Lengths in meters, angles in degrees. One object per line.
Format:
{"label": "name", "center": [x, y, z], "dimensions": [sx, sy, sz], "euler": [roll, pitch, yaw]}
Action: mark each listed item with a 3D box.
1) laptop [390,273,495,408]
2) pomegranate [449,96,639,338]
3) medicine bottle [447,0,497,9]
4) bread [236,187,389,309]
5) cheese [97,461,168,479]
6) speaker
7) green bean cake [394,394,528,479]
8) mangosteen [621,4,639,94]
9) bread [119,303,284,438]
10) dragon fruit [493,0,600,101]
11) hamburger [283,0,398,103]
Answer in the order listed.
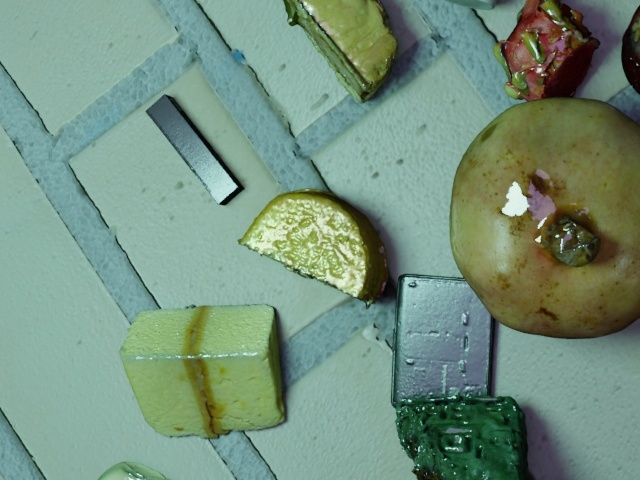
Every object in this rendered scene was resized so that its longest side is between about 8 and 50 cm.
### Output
{"label": "laptop", "center": [0.182, 0.157, 1.851], "dimensions": [0.153, 0.026, 0.207], "euler": [4, 91, 13]}
{"label": "pomegranate", "center": [0.326, -0.025, 1.669], "dimensions": [0.338, 0.338, 0.338], "euler": [0, 89, 13]}
{"label": "medicine bottle", "center": [0.235, -0.450, 1.790], "dimensions": [0.135, 0.135, 0.215], "euler": [16, 93, 13]}
{"label": "bread", "center": [0.000, 0.000, 1.836], "dimensions": [0.229, 0.143, 0.140], "euler": [25, 96, 10]}
{"label": "cheese", "center": [-0.318, 0.462, 1.948], "dimensions": [0.137, 0.064, 0.227], "euler": [26, 94, 16]}
{"label": "speaker", "center": [-0.196, -0.142, 1.938], "dimensions": [0.046, 0.040, 0.191], "euler": [-39, 81, 8]}
{"label": "green bean cake", "center": [0.195, 0.314, 1.749], "dimensions": [0.193, 0.208, 0.107], "euler": [1, 123, 10]}
{"label": "mangosteen", "center": [0.513, -0.265, 1.720], "dimensions": [0.180, 0.166, 0.166], "euler": [13, 92, -11]}
{"label": "bread", "center": [-0.175, 0.208, 1.936], "dimensions": [0.240, 0.135, 0.178], "euler": [-4, 122, 13]}
{"label": "dragon fruit", "center": [0.324, -0.283, 1.776], "dimensions": [0.150, 0.133, 0.208], "euler": [-7, 78, 13]}
{"label": "hamburger", "center": [0.025, -0.338, 1.856], "dimensions": [0.131, 0.124, 0.262], "euler": [-37, 85, -8]}
